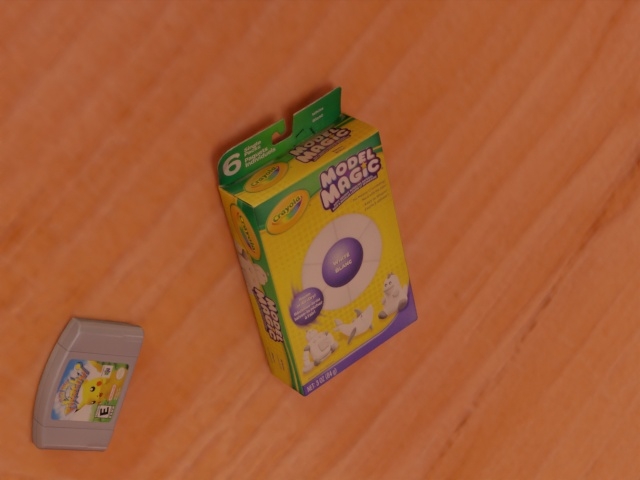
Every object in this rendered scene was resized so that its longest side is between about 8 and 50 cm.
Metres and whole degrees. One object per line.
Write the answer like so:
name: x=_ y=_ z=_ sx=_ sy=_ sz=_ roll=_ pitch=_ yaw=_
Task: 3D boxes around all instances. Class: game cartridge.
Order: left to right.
game cartridge: x=-0.141 y=0.088 z=0.905 sx=0.056 sy=0.017 sz=0.083 roll=10 pitch=104 yaw=-39

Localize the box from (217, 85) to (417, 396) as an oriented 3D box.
box: x=0.000 y=0.000 z=0.964 sx=0.105 sy=0.043 sz=0.179 roll=-33 pitch=127 yaw=-24
